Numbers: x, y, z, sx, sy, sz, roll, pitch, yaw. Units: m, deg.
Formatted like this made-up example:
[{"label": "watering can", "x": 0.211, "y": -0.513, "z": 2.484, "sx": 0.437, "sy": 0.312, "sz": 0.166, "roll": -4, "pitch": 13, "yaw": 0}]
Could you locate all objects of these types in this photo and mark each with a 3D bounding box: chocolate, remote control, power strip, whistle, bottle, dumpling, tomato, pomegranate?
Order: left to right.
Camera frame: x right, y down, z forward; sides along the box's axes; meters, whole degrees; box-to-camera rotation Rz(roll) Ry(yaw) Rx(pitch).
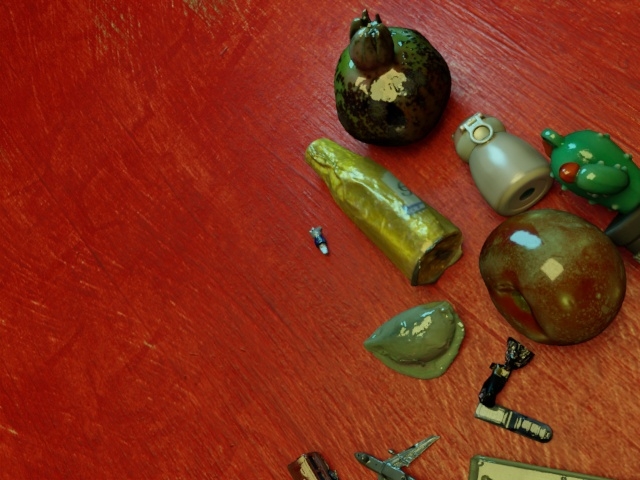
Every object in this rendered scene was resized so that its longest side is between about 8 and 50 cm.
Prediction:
[{"label": "whistle", "x": 0.000, "y": 0.000, "z": 1.565, "sx": 0.033, "sy": 0.029, "sz": 0.083, "roll": -24, "pitch": 58, "yaw": -2}, {"label": "chocolate", "x": 0.118, "y": -0.088, "z": 1.465, "sx": 0.162, "sy": 0.162, "sz": 0.445, "roll": -48, "pitch": 61, "yaw": 4}, {"label": "pomegranate", "x": 0.146, "y": -0.367, "z": 1.435, "sx": 0.285, "sy": 0.341, "sz": 0.284, "roll": -7, "pitch": 70, "yaw": 18}, {"label": "dumpling", "x": 0.201, "y": 0.218, "z": 1.366, "sx": 0.217, "sy": 0.105, "sz": 0.149, "roll": -22, "pitch": 67, "yaw": 16}, {"label": "bottle", "x": 0.377, "y": -0.180, "z": 1.393, "sx": 0.147, "sy": 0.147, "sz": 0.236, "roll": -37, "pitch": 59, "yaw": 9}, {"label": "chocolate", "x": 0.365, "y": 0.267, "z": 1.303, "sx": 0.147, "sy": 0.072, "sz": 0.070, "roll": -46, "pitch": 59, "yaw": -2}, {"label": "remote control", "x": 0.386, "y": 0.361, "z": 1.288, "sx": 0.153, "sy": 0.027, "sz": 0.043, "roll": 16, "pitch": 86, "yaw": 29}, {"label": "tomato", "x": 0.445, "y": 0.060, "z": 1.224, "sx": 0.223, "sy": 0.270, "sz": 0.270, "roll": -34, "pitch": 62, "yaw": -15}, {"label": "power strip", "x": 0.470, "y": 0.477, "z": 1.199, "sx": 0.388, "sy": 0.066, "sz": 0.092, "roll": 3, "pitch": 74, "yaw": 27}]

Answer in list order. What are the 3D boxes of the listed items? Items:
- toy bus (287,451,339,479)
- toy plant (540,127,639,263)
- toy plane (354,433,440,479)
[{"label": "toy bus", "x": 0.018, "y": 0.558, "z": 1.350, "sx": 0.073, "sy": 0.096, "sz": 0.235, "roll": -40, "pitch": 62, "yaw": 11}, {"label": "toy plant", "x": 0.577, "y": -0.083, "z": 1.202, "sx": 0.400, "sy": 0.279, "sz": 0.185, "roll": 44, "pitch": 131, "yaw": 11}, {"label": "toy plane", "x": 0.161, "y": 0.488, "z": 1.329, "sx": 0.226, "sy": 0.058, "sz": 0.226, "roll": 22, "pitch": 68, "yaw": 27}]
